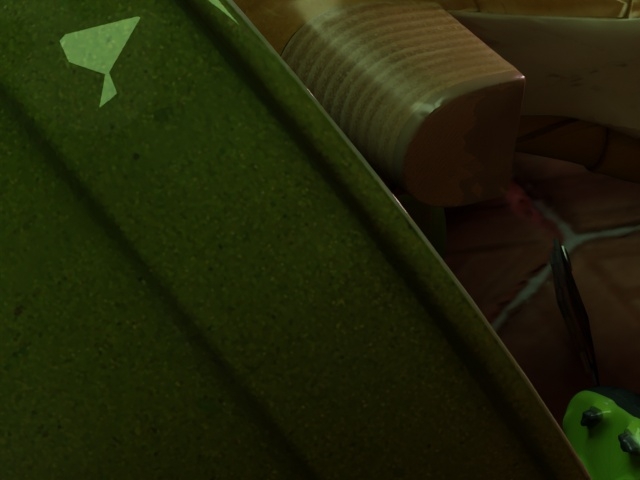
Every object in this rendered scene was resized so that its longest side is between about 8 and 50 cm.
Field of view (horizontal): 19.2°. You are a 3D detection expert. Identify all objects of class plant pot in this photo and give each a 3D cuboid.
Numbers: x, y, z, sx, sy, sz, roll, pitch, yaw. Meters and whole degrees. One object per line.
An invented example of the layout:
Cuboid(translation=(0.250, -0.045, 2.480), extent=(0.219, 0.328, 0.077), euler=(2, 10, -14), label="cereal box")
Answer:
Cuboid(translation=(-0.139, 0.089, 0.724), extent=(0.353, 0.366, 0.366), euler=(-39, 33, -4), label="plant pot")

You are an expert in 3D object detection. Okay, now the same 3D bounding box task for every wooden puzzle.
Cuboid(translation=(0.118, 0.033, 0.882), extent=(0.006, 0.049, 0.083), euler=(-18, 31, 12), label="wooden puzzle")

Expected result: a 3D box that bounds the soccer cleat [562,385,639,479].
Cuboid(translation=(0.164, 0.110, 0.721), extent=(0.072, 0.060, 0.179), euler=(-8, 31, -36), label="soccer cleat")

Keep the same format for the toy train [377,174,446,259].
Cuboid(translation=(0.000, 0.000, 0.975), extent=(0.143, 0.105, 0.248), euler=(3, 38, 15), label="toy train")

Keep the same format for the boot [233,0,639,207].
Cuboid(translation=(0.087, -0.101, 0.803), extent=(0.295, 0.104, 0.211), euler=(-8, 35, -32), label="boot")
